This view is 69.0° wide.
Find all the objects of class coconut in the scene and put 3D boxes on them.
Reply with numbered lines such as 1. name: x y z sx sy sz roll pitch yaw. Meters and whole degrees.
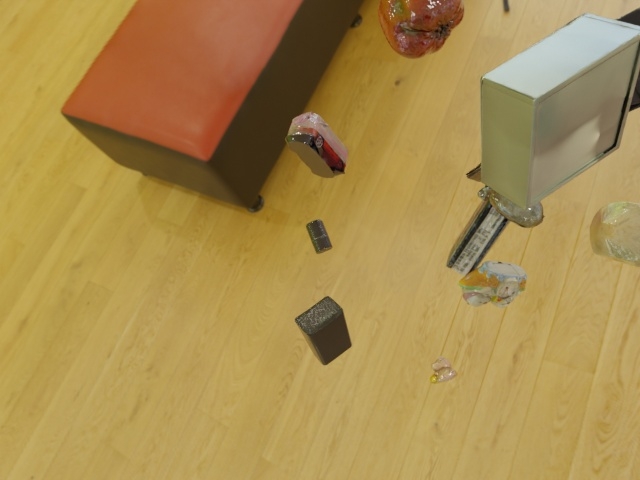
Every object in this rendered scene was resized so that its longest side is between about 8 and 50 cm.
1. coconut: 0.987 -0.024 1.487 0.237 0.237 0.197 22 107 21

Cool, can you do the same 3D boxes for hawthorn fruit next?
1. hawthorn fruit: 0.228 -0.592 1.163 0.208 0.207 0.243 -36 76 -3

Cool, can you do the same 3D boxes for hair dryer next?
1. hair dryer: 0.000 0.000 1.874 0.072 0.219 0.124 -20 76 0

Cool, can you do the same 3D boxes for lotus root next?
1. lotus root: 0.455 -0.088 1.099 0.165 0.088 0.088 33 78 5

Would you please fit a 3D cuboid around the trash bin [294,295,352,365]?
1. trash bin: 0.022 0.357 1.799 0.165 0.225 0.115 -34 41 -17

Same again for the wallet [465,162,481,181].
1. wallet: 0.688 -0.308 1.818 0.230 0.124 0.042 -35 64 35

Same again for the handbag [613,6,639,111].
1. handbag: 1.066 -0.588 1.521 0.304 0.122 0.329 -23 68 15

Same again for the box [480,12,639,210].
1. box: 0.385 -0.211 0.774 0.225 0.224 0.117 -32 47 -10

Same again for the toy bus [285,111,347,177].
1. toy bus: -0.010 -0.355 1.759 0.128 0.303 0.147 2 69 30

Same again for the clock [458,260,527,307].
1. clock: 0.510 0.137 1.379 0.231 0.144 0.103 7 31 -19

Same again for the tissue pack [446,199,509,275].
1. tissue pack: 0.573 -0.069 1.584 0.122 0.361 0.259 32 46 15

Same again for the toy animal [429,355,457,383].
1. toy animal: 0.392 0.421 1.521 0.092 0.114 0.081 -21 72 13
